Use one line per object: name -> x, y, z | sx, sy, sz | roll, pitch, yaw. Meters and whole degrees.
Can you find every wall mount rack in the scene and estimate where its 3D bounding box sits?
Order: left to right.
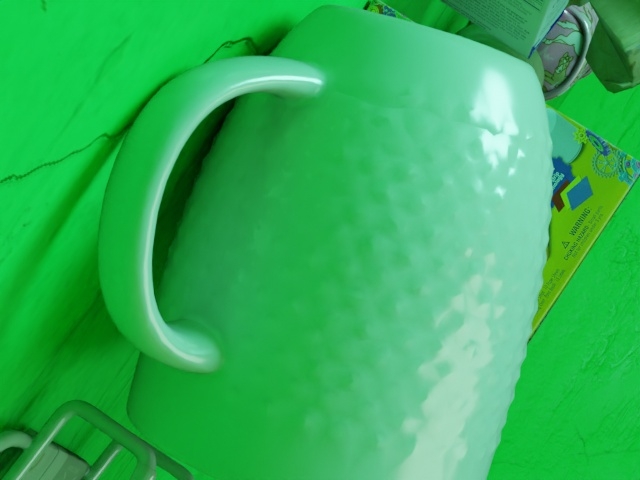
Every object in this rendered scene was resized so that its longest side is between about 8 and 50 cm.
wall mount rack -> -0.231, 0.282, 0.994 | 0.304, 0.130, 0.350 | -54, 168, -11

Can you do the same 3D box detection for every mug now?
mug -> 0.000, 0.000, 0.903 | 0.374, 0.276, 0.328 | 12, 97, -47

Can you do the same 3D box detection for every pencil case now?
pencil case -> 0.314, -0.280, 1.683 | 0.386, 0.160, 0.167 | -34, 121, -62

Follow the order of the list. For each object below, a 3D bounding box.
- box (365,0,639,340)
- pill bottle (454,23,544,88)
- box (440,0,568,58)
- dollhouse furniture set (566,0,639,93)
box -> 0.097, -0.015, 1.166 | 0.290, 0.279, 0.177 | -58, 169, 4
pill bottle -> 0.150, -0.123, 1.392 | 0.265, 0.153, 0.153 | -56, 172, -42
box -> 0.180, -0.264, 1.204 | 0.072, 0.126, 0.137 | -50, 168, -21
dollhouse furniture set -> 0.388, -0.290, 1.232 | 0.256, 0.362, 0.394 | -29, 158, -3
